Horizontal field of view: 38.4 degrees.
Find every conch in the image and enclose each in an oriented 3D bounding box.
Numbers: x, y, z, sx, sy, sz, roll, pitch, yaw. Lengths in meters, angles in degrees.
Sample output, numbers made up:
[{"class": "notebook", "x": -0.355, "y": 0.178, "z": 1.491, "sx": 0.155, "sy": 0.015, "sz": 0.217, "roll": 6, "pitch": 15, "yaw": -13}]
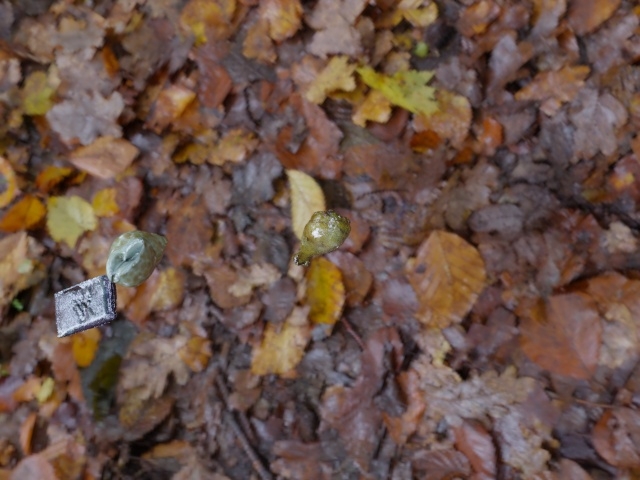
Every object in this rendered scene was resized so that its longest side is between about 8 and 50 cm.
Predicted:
[{"class": "conch", "x": -0.392, "y": 0.041, "z": 1.941, "sx": 0.116, "sy": 0.106, "sz": 0.173, "roll": -44, "pitch": 26, "yaw": 11}]

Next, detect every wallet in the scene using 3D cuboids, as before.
[{"class": "wallet", "x": -0.533, "y": 0.150, "z": 2.090, "sx": 0.165, "sy": 0.030, "sz": 0.111, "roll": -19, "pitch": 68, "yaw": 22}]

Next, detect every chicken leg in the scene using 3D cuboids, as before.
[{"class": "chicken leg", "x": 0.000, "y": 0.000, "z": 1.568, "sx": 0.070, "sy": 0.093, "sz": 0.178, "roll": 55, "pitch": 146, "yaw": 10}]
